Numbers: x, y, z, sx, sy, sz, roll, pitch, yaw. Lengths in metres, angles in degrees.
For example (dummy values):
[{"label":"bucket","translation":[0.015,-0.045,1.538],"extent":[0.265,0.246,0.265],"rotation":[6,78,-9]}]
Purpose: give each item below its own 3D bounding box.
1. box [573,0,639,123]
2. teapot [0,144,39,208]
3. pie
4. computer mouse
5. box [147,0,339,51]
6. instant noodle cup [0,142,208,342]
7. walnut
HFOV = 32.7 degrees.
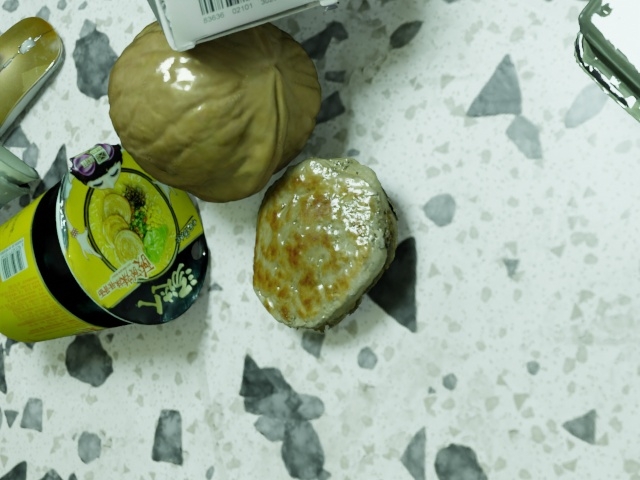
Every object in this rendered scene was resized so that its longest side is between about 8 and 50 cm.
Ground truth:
[{"label":"box","translation":[0.366,-0.152,0.887],"extent":[0.220,0.166,0.290],"rotation":[-51,60,18]},{"label":"teapot","translation":[-0.485,-0.014,1.426],"extent":[0.183,0.183,0.251],"rotation":[40,94,30]},{"label":"pie","translation":[0.000,0.000,1.146],"extent":[0.193,0.079,0.163],"rotation":[-44,76,28]},{"label":"computer mouse","translation":[-0.425,-0.215,1.481],"extent":[0.199,0.045,0.102],"rotation":[-44,65,21]},{"label":"box","translation":[-0.114,-0.326,1.116],"extent":[0.173,0.145,0.333],"rotation":[-19,33,-8]},{"label":"instant noodle cup","translation":[-0.285,0.022,1.276],"extent":[0.236,0.215,0.215],"rotation":[-21,73,36]},{"label":"walnut","translation":[-0.111,-0.149,1.159],"extent":[0.228,0.228,0.228],"rotation":[-5,81,32]}]
